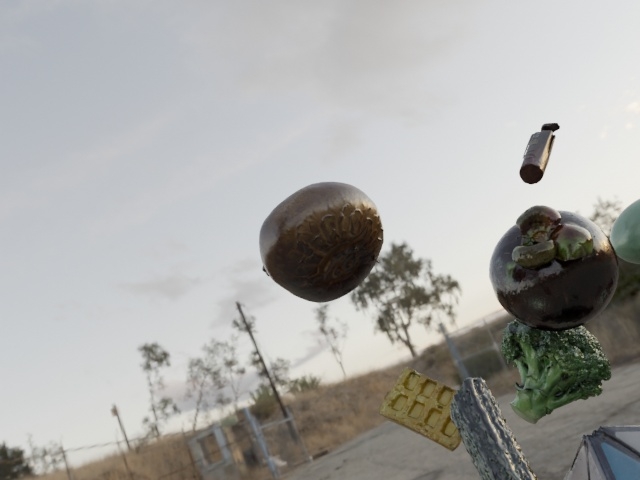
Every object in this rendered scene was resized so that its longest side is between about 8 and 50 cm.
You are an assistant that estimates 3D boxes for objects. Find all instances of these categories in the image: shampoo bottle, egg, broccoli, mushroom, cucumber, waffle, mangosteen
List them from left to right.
[{"bbox_3d":[0.001,0.013,1.323,0.278,0.163,0.297,-41,-38,19],"label":"mushroom"},{"bbox_3d":[0.322,0.498,1.954,0.168,0.274,0.057,-56,-39,-19],"label":"waffle"},{"bbox_3d":[0.248,0.307,0.880,0.077,0.265,0.077,-9,-50,-11],"label":"cucumber"},{"bbox_3d":[0.570,-0.236,1.714,0.068,0.236,0.067,9,-48,23],"label":"shampoo bottle"},{"bbox_3d":[0.550,0.310,1.598,0.270,0.270,0.270,-56,-12,-13],"label":"broccoli"},{"bbox_3d":[0.506,0.056,1.443,0.288,0.288,0.288,-20,-17,-6],"label":"mangosteen"},{"bbox_3d":[0.862,-0.031,1.711,0.231,0.168,0.168,-32,-17,-6],"label":"egg"}]

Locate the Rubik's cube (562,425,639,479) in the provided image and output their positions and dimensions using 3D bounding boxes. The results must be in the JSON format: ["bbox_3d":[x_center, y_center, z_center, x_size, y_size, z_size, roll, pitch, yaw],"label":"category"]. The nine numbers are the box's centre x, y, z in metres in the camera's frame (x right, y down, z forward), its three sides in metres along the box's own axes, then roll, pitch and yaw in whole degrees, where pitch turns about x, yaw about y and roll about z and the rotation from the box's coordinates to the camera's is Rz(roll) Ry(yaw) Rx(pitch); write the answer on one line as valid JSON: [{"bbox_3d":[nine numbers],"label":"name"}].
[{"bbox_3d":[0.689,0.571,1.323,0.310,0.305,0.307,0,-46,-3],"label":"Rubik's cube"}]
